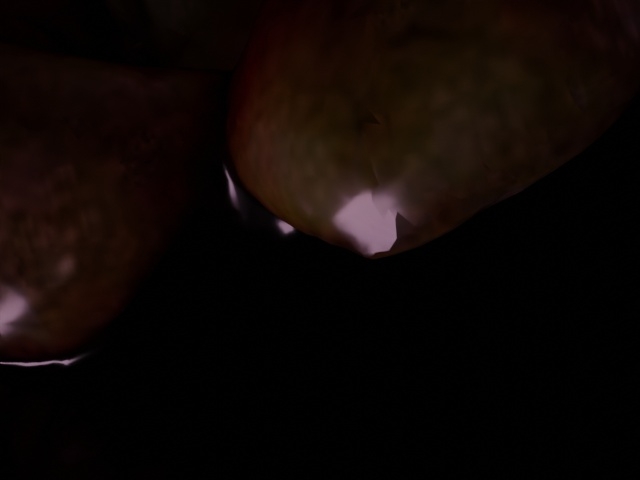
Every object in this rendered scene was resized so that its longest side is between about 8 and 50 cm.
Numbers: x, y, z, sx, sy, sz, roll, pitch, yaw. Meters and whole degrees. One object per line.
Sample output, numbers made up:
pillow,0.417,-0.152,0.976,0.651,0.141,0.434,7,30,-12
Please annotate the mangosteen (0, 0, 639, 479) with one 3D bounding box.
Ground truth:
mangosteen,0.022,0.038,0.589,0.382,0.382,0.435,31,130,54
